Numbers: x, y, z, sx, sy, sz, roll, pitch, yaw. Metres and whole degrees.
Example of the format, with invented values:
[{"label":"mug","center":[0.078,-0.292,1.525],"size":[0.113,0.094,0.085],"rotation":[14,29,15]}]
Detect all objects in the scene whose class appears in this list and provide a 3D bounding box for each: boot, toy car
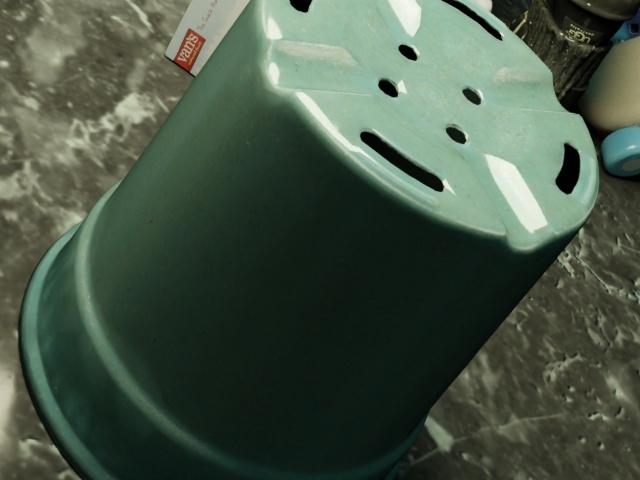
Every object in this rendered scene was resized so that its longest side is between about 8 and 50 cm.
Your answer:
[{"label":"boot","center":[0.305,-0.277,1.293],"size":[0.131,0.260,0.348],"rotation":[27,42,5]},{"label":"toy car","center":[0.485,-0.182,1.432],"size":[0.238,0.210,0.219],"rotation":[34,44,-52]}]

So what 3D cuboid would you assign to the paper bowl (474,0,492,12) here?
[{"label":"paper bowl","center":[0.042,-0.291,1.181],"size":[0.284,0.148,0.284],"rotation":[26,30,-17]}]

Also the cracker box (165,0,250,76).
[{"label":"cracker box","center":[-0.023,-0.191,1.052],"size":[0.232,0.156,0.067],"rotation":[35,40,-4]}]

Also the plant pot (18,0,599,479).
[{"label":"plant pot","center":[0.000,0.000,0.752],"size":[0.341,0.334,0.341],"rotation":[21,43,-20]}]

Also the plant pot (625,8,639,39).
[{"label":"plant pot","center":[0.566,-0.381,1.617],"size":[0.236,0.212,0.236],"rotation":[-22,67,-47]}]
